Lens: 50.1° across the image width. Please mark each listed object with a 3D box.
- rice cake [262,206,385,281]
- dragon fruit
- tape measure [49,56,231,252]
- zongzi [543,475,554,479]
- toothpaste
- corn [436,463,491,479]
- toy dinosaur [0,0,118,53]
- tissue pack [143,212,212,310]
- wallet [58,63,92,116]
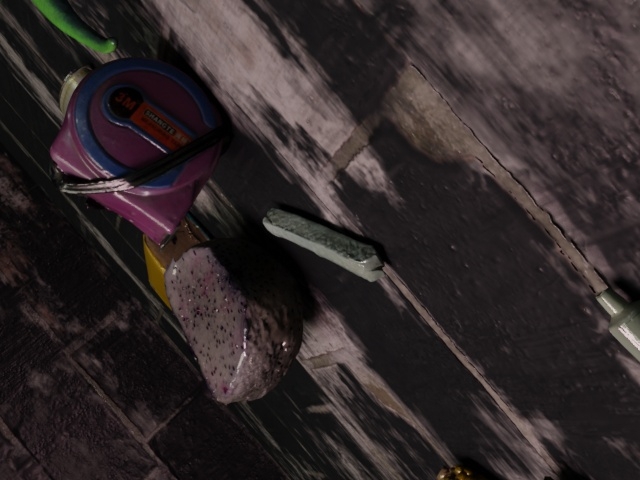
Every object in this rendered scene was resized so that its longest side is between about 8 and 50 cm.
[{"bbox_3d":[0.000,0.000,0.996,0.245,0.042,0.045,25,159,46],"label":"rice cake"},{"bbox_3d":[-0.125,0.116,1.230,0.283,0.203,0.221,56,133,25],"label":"dragon fruit"},{"bbox_3d":[-0.266,-0.136,1.006,0.231,0.245,0.149,35,158,-8],"label":"tape measure"},{"bbox_3d":[0.377,0.391,0.921,0.188,0.081,0.178,18,166,29],"label":"zongzi"},{"bbox_3d":[0.325,0.123,0.587,0.218,0.064,0.041,47,153,15],"label":"toothpaste"},{"bbox_3d":[0.319,0.473,1.102,0.319,0.097,0.097,31,152,32],"label":"corn"},{"bbox_3d":[-0.437,-0.504,0.951,0.499,0.144,0.375,30,139,31],"label":"toy dinosaur"},{"bbox_3d":[-0.298,0.074,1.532,0.192,0.134,0.271,46,157,10],"label":"tissue pack"},{"bbox_3d":[-0.411,-0.194,1.412,0.310,0.077,0.223,53,154,-10],"label":"wallet"}]
